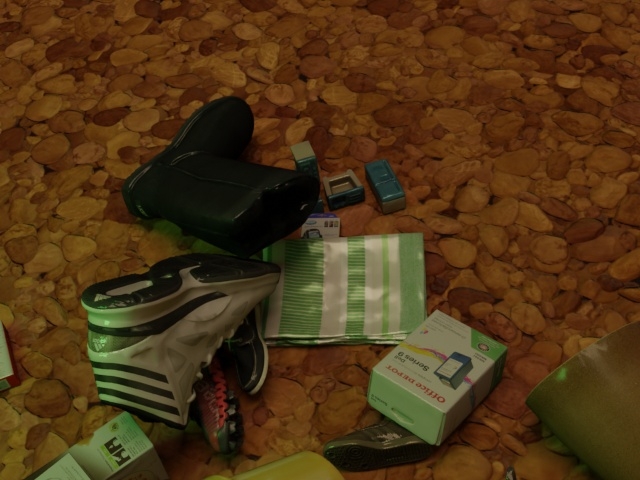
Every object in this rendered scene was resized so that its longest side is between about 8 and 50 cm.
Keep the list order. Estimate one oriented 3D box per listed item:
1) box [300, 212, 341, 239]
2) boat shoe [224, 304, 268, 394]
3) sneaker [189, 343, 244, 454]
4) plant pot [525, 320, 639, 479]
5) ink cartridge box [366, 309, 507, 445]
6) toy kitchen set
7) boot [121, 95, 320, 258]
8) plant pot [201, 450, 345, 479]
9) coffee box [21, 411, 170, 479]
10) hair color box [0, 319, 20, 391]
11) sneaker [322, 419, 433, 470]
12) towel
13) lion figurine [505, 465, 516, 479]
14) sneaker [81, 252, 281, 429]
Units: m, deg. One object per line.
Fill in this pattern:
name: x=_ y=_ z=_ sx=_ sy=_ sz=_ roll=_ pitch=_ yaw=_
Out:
box: x=0.000 y=0.000 z=2.004 sx=0.081 sy=0.028 sz=0.136 roll=0 pitch=47 yaw=7
boat shoe: x=-0.152 y=0.189 z=1.812 sx=0.079 sy=0.084 sz=0.233 roll=23 pitch=34 yaw=-32
sneaker: x=-0.220 y=0.277 z=1.750 sx=0.135 sy=0.097 sz=0.276 roll=-16 pitch=47 yaw=-6
plant pot: x=0.500 y=0.302 z=1.568 sx=0.237 sy=0.237 sz=0.254 roll=-26 pitch=66 yaw=-14
ink cartridge box: x=0.205 y=0.236 z=1.698 sx=0.154 sy=0.093 sz=0.212 roll=29 pitch=45 yaw=28
toy kitchen set: x=0.059 y=-0.133 z=2.017 sx=0.207 sy=0.166 sz=0.122 roll=-18 pitch=49 yaw=-7
boot: x=-0.160 y=-0.144 z=1.962 sx=0.367 sy=0.146 sz=0.445 roll=-48 pitch=32 yaw=-21
plant pot: x=-0.078 y=0.452 z=1.500 sx=0.239 sy=0.254 sz=0.254 roll=-27 pitch=49 yaw=-36
coffee box: x=-0.389 y=0.417 z=1.625 sx=0.246 sy=0.141 sz=0.098 roll=-33 pitch=53 yaw=-20
hair color box: x=-0.633 y=0.228 z=1.885 sx=0.072 sy=0.043 sz=0.141 roll=-20 pitch=51 yaw=-9
sneaker: x=0.097 y=0.349 z=1.678 sx=0.188 sy=0.066 sz=0.071 roll=-2 pitch=32 yaw=-1
towel: x=0.043 y=0.093 z=1.891 sx=0.325 sy=0.038 sz=0.248 roll=-3 pitch=57 yaw=5
lion figurine: x=0.322 y=0.530 z=1.433 sx=0.240 sy=0.142 sz=0.392 roll=20 pitch=51 yaw=14
sneaker: x=-0.234 y=0.173 z=1.684 sx=0.169 sy=0.257 sz=0.447 roll=10 pitch=15 yaw=33
